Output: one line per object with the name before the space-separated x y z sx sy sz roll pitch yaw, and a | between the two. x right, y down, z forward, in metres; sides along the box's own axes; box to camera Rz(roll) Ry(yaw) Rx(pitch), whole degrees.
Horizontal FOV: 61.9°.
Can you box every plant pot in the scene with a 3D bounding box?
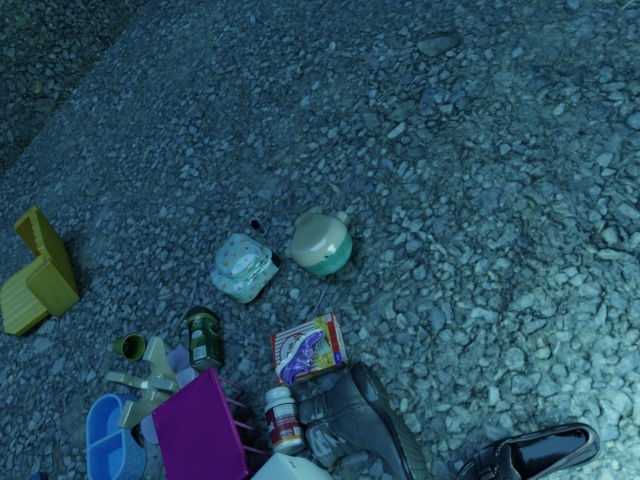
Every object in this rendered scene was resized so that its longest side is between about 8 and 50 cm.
plant pot | -0.619 0.340 1.704 0.079 0.083 0.083 -7 59 39

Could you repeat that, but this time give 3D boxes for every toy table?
toy table | -0.466 0.422 1.514 0.252 0.161 0.274 -12 57 23

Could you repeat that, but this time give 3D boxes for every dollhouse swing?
dollhouse swing | -1.106 0.122 1.976 0.304 0.315 0.347 -26 51 -13

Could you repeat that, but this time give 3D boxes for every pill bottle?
pill bottle | -0.091 0.451 1.336 0.086 0.086 0.152 -29 52 11

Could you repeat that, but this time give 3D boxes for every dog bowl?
dog bowl | -0.601 0.581 1.548 0.165 0.074 0.297 -29 53 11

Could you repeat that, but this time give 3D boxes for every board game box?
board game box | -0.032 0.294 1.422 0.193 0.045 0.147 -24 53 15

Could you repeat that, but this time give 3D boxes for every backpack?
backpack | -0.236 0.085 1.599 0.165 0.144 0.188 30 82 32

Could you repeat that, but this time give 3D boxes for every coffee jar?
coffee jar | -0.343 0.287 1.566 0.079 0.096 0.184 -23 53 12

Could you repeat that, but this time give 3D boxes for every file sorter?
file sorter | -0.256 0.513 1.329 0.202 0.182 0.291 -37 50 6

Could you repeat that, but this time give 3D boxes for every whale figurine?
whale figurine | 0.000 0.000 1.546 0.216 0.141 0.272 -36 27 5

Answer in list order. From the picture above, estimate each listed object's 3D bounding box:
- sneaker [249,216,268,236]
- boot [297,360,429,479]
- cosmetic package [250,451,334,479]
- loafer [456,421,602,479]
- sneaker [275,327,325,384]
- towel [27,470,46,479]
sneaker | -0.212 -0.058 1.714 0.038 0.069 0.098 -46 51 -3
boot | 0.088 0.466 1.227 0.222 0.118 0.338 -39 40 7
cosmetic package | -0.150 0.690 1.137 0.453 0.230 0.161 -48 52 -3
loafer | 0.404 0.434 1.066 0.302 0.095 0.109 -27 53 12
sneaker | -0.039 0.297 1.366 0.071 0.068 0.170 39 94 23
towel | -0.854 0.765 1.607 0.067 0.029 0.119 -37 52 4
